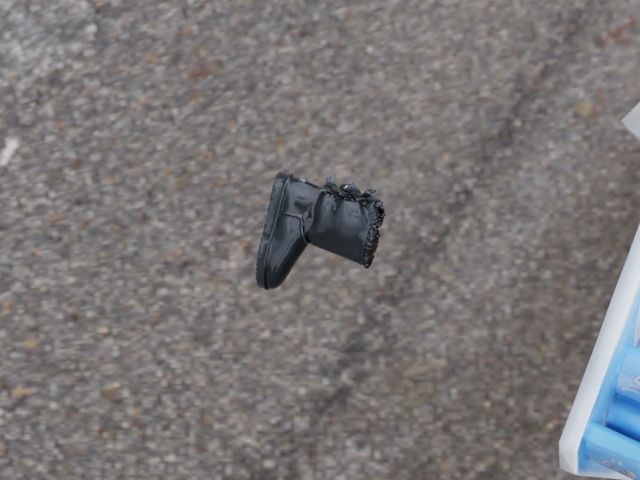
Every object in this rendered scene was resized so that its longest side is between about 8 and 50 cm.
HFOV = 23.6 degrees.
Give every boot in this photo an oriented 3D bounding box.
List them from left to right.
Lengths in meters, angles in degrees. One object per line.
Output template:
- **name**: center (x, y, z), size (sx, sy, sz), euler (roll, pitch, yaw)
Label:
- **boot**: center (0.000, 0.000, 1.348), size (0.045, 0.099, 0.121), euler (-51, 155, -65)

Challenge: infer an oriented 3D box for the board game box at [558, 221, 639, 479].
- **board game box**: center (0.304, -0.022, 0.967), size (0.390, 0.050, 0.390), euler (19, 91, -58)

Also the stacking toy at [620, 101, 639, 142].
- **stacking toy**: center (0.182, 0.102, 0.483), size (0.279, 0.309, 0.130), euler (40, 100, -13)
